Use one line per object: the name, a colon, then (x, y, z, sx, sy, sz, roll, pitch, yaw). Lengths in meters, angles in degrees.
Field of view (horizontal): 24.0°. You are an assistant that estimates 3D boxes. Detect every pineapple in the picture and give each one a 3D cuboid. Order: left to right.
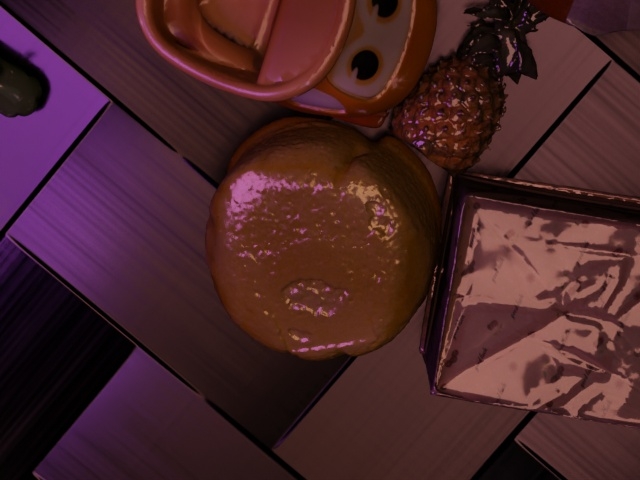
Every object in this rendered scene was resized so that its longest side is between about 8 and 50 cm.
pineapple: (0.180, -0.195, 1.634, 0.125, 0.125, 0.251, 37, 92, -3)

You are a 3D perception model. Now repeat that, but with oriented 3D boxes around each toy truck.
toy truck: (-0.027, -0.241, 1.574, 0.288, 0.211, 0.204, 20, 99, 14)

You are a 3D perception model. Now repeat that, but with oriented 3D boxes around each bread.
bread: (0.000, 0.000, 1.631, 0.269, 0.148, 0.270, 6, 113, 14)

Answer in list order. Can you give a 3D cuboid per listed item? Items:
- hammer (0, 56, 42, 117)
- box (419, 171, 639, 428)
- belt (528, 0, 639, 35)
hammer: (-0.459, -0.234, 1.652, 0.335, 0.119, 0.206, 32, 99, -9)
box: (0.270, 0.064, 1.625, 0.297, 0.190, 0.225, 9, 99, 1)
belt: (0.333, -0.319, 1.559, 0.261, 0.105, 0.184, -24, 58, -14)
